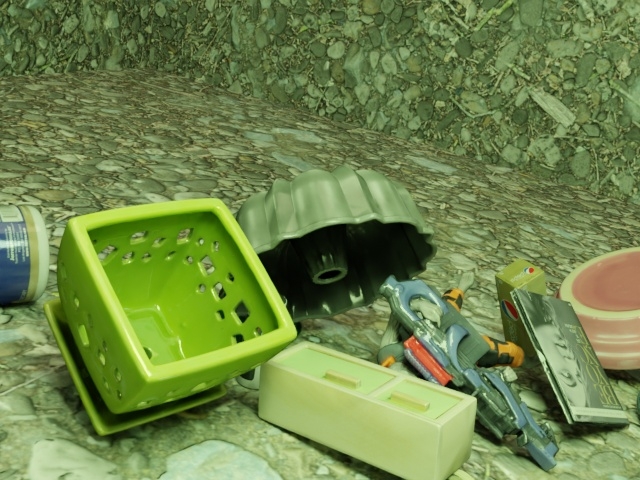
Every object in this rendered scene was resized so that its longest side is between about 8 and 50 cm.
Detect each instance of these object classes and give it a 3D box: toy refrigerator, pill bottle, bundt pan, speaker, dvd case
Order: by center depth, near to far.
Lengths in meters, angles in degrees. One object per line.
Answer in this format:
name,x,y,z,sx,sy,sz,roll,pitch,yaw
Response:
toy refrigerator,0.055,0.212,1.033,0.269,0.094,0.102,14,18,34
speaker,-0.085,0.141,1.147,0.055,0.136,0.055,10,20,-4
pill bottle,-0.555,0.026,1.192,0.264,0.153,0.153,-3,24,-34
bundt pan,0.000,0.000,1.193,0.331,0.331,0.124,0,61,-28
dvd case,0.385,0.180,1.235,0.164,0.018,0.221,14,47,-42

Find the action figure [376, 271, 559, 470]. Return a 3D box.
action figure,0.216,0.204,1.198,0.330,0.178,0.341,-18,64,-43

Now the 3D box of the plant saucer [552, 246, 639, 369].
plant saucer,0.569,0.105,1.455,0.332,0.084,0.332,-18,21,7

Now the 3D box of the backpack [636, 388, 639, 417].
backpack,0.544,0.244,1.248,0.084,0.105,0.114,16,15,10

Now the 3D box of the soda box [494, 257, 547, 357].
soda box,0.345,0.124,1.355,0.061,0.181,0.058,-30,35,-19

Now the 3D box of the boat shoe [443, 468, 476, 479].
boat shoe,0.187,0.321,0.930,0.049,0.056,0.152,-8,17,-32

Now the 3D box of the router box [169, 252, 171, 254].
router box,-0.253,0.075,1.307,0.038,0.092,0.122,11,20,1

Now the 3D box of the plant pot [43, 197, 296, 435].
plant pot,-0.205,0.104,1.010,0.227,0.207,0.228,-11,60,-43

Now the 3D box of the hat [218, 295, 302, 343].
hat,-0.103,0.048,1.322,0.173,0.183,0.208,4,20,-21
